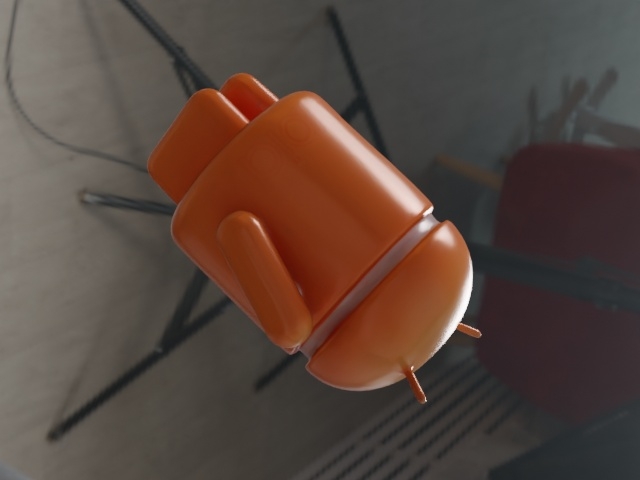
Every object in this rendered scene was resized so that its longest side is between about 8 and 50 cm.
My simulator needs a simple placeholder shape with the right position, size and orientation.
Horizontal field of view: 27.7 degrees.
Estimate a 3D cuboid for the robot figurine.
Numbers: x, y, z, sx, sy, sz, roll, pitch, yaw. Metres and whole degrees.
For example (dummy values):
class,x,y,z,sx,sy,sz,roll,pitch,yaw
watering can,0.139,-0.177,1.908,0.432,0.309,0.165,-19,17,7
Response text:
class,x,y,z,sx,sy,sz,roll,pitch,yaw
robot figurine,-0.001,0.001,0.773,0.128,0.219,0.158,-46,175,-7
